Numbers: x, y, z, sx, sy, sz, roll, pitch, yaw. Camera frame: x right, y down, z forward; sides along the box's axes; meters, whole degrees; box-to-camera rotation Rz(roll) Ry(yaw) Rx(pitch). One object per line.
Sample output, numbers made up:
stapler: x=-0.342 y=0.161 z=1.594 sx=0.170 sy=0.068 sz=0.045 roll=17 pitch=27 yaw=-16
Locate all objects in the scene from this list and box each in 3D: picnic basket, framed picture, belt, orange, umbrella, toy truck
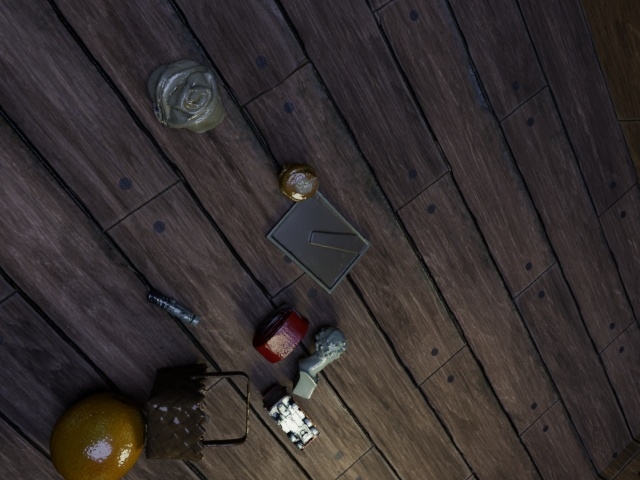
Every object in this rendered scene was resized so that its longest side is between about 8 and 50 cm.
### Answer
picnic basket: x=-0.389 y=0.543 z=1.632 sx=0.320 sy=0.291 sz=0.254 roll=1 pitch=100 yaw=-10
framed picture: x=0.000 y=0.000 z=1.823 sx=0.335 sy=0.022 sz=0.247 roll=43 pitch=83 yaw=-24
belt: x=-0.145 y=0.317 z=1.774 sx=0.201 sy=0.128 sz=0.124 roll=-46 pitch=115 yaw=-6
orange: x=-0.670 y=0.599 z=1.545 sx=0.274 sy=0.274 sz=0.274 roll=-5 pitch=103 yaw=-21
umbrella: x=-0.481 y=0.220 z=1.663 sx=0.188 sy=0.050 sz=0.046 roll=34 pitch=67 yaw=-24
toy truck: x=-0.104 y=0.651 z=1.865 sx=0.114 sy=0.135 sz=0.270 roll=-39 pitch=117 yaw=-13

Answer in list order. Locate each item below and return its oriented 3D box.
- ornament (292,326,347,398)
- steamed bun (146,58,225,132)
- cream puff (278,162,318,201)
ornament: x=-0.012 y=0.440 z=1.855 sx=0.120 sy=0.130 sz=0.285 roll=36 pitch=86 yaw=-12
steamed bun: x=-0.391 y=-0.422 z=1.504 sx=0.211 sy=0.144 sz=0.218 roll=-20 pitch=107 yaw=-17
cream puff: x=-0.075 y=-0.198 z=1.706 sx=0.143 sy=0.103 sz=0.126 roll=9 pitch=111 yaw=-24
